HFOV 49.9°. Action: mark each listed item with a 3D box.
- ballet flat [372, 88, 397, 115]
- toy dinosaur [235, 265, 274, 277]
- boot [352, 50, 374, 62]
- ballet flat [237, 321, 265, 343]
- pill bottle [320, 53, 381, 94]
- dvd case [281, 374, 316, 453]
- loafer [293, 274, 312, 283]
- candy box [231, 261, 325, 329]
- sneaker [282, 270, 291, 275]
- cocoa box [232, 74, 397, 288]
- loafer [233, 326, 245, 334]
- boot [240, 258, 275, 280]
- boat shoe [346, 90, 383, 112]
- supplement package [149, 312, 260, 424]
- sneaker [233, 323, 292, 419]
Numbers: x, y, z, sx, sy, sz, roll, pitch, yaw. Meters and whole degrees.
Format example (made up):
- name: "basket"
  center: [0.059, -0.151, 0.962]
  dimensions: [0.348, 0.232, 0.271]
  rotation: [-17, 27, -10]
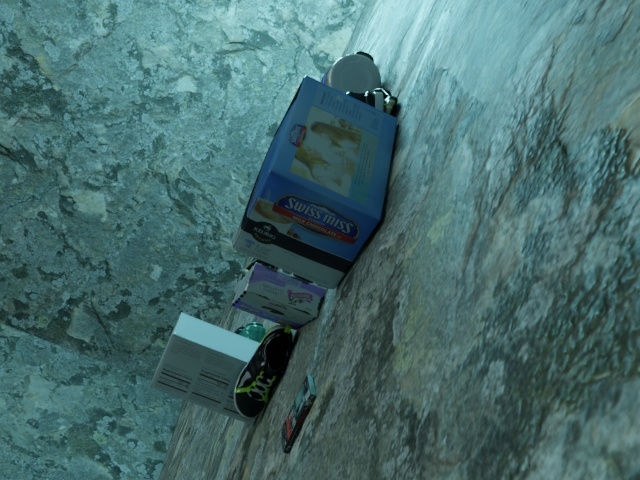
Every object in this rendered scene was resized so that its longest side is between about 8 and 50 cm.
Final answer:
- name: "ballet flat"
  center: [0.147, -0.318, 1.601]
  dimensions: [0.173, 0.049, 0.057]
  rotation: [-92, 26, -70]
- name: "toy dinosaur"
  center: [-0.208, 0.134, 2.344]
  dimensions: [0.118, 0.064, 0.268]
  rotation: [-31, 31, -8]
- name: "boot"
  center: [0.106, -0.478, 2.219]
  dimensions: [0.246, 0.083, 0.161]
  rotation: [118, 165, -61]
- name: "ballet flat"
  center: [-0.221, 0.315, 2.069]
  dimensions: [0.247, 0.083, 0.087]
  rotation: [128, 149, -64]
- name: "pill bottle"
  center: [0.075, -0.444, 2.015]
  dimensions: [0.272, 0.152, 0.152]
  rotation: [-167, 101, -80]
- name: "dvd case"
  center: [-0.041, 0.309, 1.229]
  dimensions: [0.087, 0.013, 0.119]
  rotation: [-116, 49, -78]
- name: "loafer"
  center: [0.000, 0.000, 1.614]
  dimensions: [0.078, 0.080, 0.220]
  rotation: [-39, 33, 51]
- name: "candy box"
  center: [-0.097, 0.128, 1.528]
  dimensions: [0.196, 0.165, 0.070]
  rotation: [137, 153, -68]
- name: "sneaker"
  center: [-0.080, 0.058, 2.015]
  dimensions: [0.119, 0.047, 0.057]
  rotation: [-63, 0, -28]
- name: "cocoa box"
  center: [-0.004, -0.125, 1.407]
  dimensions: [0.347, 0.231, 0.228]
  rotation: [-76, 13, -46]
- name: "loafer"
  center: [-0.310, 0.400, 2.391]
  dimensions: [0.223, 0.076, 0.078]
  rotation: [-61, 4, 5]
- name: "boot"
  center: [-0.200, 0.062, 2.524]
  dimensions: [0.236, 0.085, 0.178]
  rotation: [-52, 10, 9]
- name: "boat shoe"
  center: [0.074, -0.266, 1.654]
  dimensions: [0.302, 0.091, 0.114]
  rotation: [111, 162, -62]
- name: "supplement package"
  center: [-0.259, 0.310, 1.697]
  dimensions: [0.204, 0.262, 0.145]
  rotation: [-126, 60, -80]
- name: "sneaker"
  center: [-0.129, 0.294, 1.557]
  dimensions: [0.097, 0.084, 0.234]
  rotation: [171, 122, -78]
